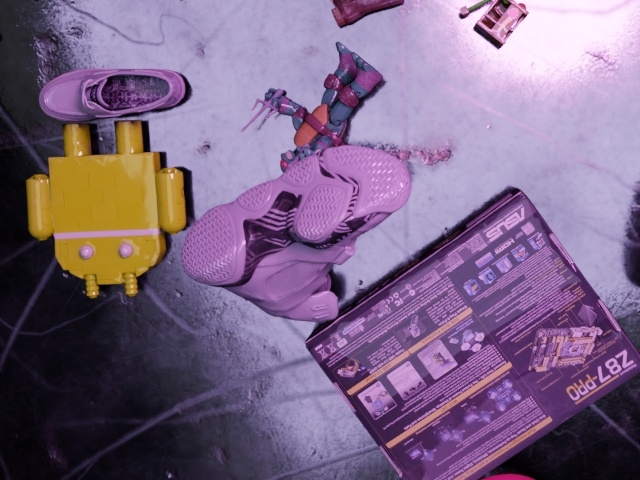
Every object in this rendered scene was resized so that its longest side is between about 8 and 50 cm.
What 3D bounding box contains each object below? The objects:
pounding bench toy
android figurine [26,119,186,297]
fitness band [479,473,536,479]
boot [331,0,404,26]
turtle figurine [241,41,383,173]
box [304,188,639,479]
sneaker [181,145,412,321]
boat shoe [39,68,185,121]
[{"bbox_3d":[0.252,-0.333,1.477,0.083,0.052,0.065,38,98,1],"label":"pounding bench toy"},{"bbox_3d":[-0.328,-0.047,1.566,0.248,0.056,0.272,-1,94,6],"label":"android figurine"},{"bbox_3d":[0.268,0.488,1.537,0.209,0.054,0.290,1,107,-1],"label":"fitness band"},{"bbox_3d":[0.060,-0.382,1.498,0.114,0.037,0.106,-21,107,11],"label":"boot"},{"bbox_3d":[-0.012,-0.173,1.494,0.234,0.118,0.175,-52,49,7],"label":"turtle figurine"},{"bbox_3d":[0.226,0.162,1.511,0.395,0.097,0.318,-37,90,9],"label":"box"},{"bbox_3d":[0.000,0.000,1.439,0.366,0.210,0.137,-22,52,28],"label":"sneaker"},{"bbox_3d":[-0.321,-0.225,1.531,0.228,0.081,0.079,-5,95,6],"label":"boat shoe"}]
